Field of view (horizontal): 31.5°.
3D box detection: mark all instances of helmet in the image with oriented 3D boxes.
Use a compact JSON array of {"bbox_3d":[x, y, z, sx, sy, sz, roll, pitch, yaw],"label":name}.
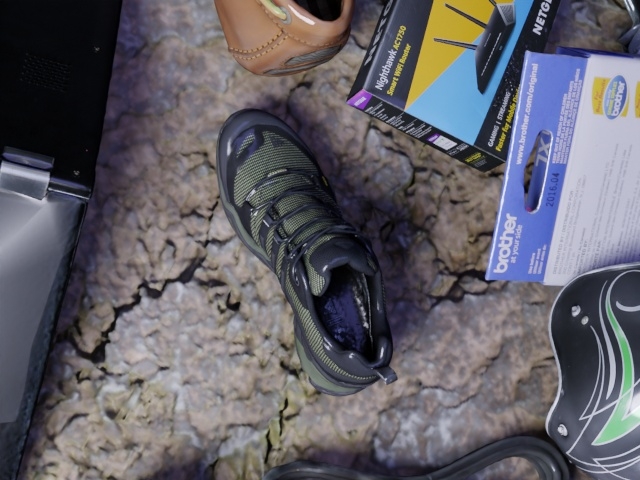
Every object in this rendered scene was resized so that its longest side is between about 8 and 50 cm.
[{"bbox_3d":[0.254,0.108,0.856,0.169,0.169,0.161,8,69,-18],"label":"helmet"}]

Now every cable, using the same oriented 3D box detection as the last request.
[{"bbox_3d":[0.053,0.201,0.842,0.287,0.072,0.139,-23,78,-34],"label":"cable"}]

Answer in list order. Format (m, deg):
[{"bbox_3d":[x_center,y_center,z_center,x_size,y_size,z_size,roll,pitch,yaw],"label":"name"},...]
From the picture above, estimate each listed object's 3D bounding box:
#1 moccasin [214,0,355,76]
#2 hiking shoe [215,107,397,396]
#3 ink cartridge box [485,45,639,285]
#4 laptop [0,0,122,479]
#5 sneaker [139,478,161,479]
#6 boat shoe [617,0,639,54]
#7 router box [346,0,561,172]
[{"bbox_3d":[-0.066,-0.313,0.838,0.139,0.147,0.380,-11,83,-21],"label":"moccasin"},{"bbox_3d":[0.000,0.000,0.816,0.086,0.114,0.227,-26,89,-23],"label":"hiking shoe"},{"bbox_3d":[0.276,-0.054,0.916,0.311,0.065,0.185,2,107,-21],"label":"ink cartridge box"},{"bbox_3d":[-0.357,-0.045,0.752,0.382,0.236,0.408,14,47,-17],"label":"laptop"},{"bbox_3d":[-0.137,0.303,0.729,0.129,0.111,0.297,24,76,-30],"label":"sneaker"},{"bbox_3d":[0.296,-0.186,0.988,0.081,0.079,0.227,-19,91,2],"label":"boat shoe"},{"bbox_3d":[0.113,-0.163,0.926,0.133,0.046,0.179,25,72,-13],"label":"router box"}]
